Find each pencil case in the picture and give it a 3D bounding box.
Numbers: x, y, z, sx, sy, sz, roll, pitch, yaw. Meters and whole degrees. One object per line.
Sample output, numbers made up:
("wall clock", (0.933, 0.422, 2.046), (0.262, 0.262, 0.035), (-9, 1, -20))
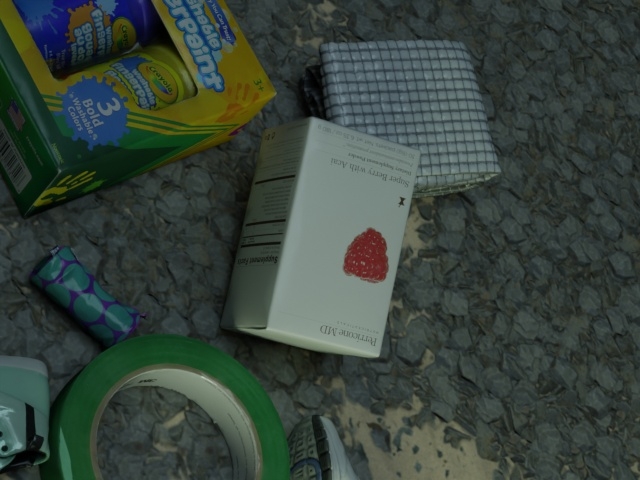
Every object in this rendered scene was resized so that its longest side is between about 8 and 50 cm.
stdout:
("pencil case", (-0.307, 0.073, 2.014), (0.152, 0.064, 0.070), (44, 67, -6))

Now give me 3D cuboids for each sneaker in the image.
("sneaker", (-0.439, 0.211, 1.838), (0.256, 0.094, 0.151), (6, 53, -31))
("sneaker", (0.026, 0.380, 2.059), (0.129, 0.111, 0.297), (3, 69, -47))

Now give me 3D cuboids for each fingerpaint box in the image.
("fingerpaint box", (-0.333, -0.307, 2.118), (0.371, 0.163, 0.445), (-23, 81, -36))

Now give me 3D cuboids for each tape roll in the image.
("tape roll", (-0.198, 0.282, 1.972), (0.321, 0.077, 0.321), (13, 62, -25))

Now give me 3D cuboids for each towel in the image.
("towel", (0.116, -0.180, 2.354), (0.284, 0.121, 0.235), (-6, 79, -28))

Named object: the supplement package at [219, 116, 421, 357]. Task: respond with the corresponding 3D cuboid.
("supplement package", (0.000, 0.000, 2.108), (0.177, 0.175, 0.293), (15, 82, -24))
